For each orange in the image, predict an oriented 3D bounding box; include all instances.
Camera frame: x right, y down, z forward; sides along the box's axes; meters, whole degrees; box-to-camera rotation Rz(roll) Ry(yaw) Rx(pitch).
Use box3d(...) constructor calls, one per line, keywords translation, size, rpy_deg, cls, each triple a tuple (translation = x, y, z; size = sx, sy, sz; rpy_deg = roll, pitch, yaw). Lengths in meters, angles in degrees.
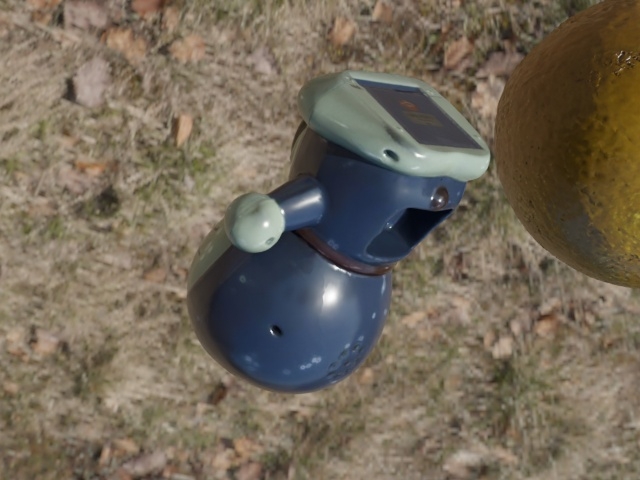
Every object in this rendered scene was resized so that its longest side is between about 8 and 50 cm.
box3d(translation=(0.295, -0.086, 1.055), size=(0.274, 0.274, 0.274), rpy_deg=(2, 130, 3), cls="orange")

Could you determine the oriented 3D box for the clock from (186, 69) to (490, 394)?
box3d(translation=(0.000, 0.000, 0.830), size=(0.199, 0.146, 0.243), rpy_deg=(-4, 132, -54), cls="clock")
